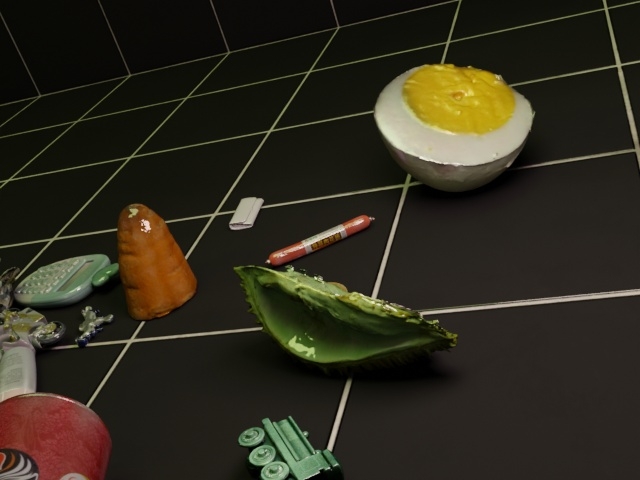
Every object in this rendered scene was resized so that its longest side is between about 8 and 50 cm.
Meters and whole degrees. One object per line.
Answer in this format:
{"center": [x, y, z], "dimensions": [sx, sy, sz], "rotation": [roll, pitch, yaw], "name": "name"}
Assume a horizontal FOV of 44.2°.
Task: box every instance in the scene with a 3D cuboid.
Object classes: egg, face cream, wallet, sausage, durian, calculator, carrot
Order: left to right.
{"center": [-0.585, 0.279, 1.512], "dimensions": [0.084, 0.057, 0.198], "rotation": [-23, 30, -5], "name": "face cream"}
{"center": [-0.597, 0.097, 1.862], "dimensions": [0.295, 0.042, 0.184], "rotation": [-6, 30, 27], "name": "calculator"}
{"center": [-0.359, 0.032, 1.648], "dimensions": [0.159, 0.225, 0.159], "rotation": [-11, 27, 5], "name": "carrot"}
{"center": [-0.180, -0.067, 1.917], "dimensions": [0.061, 0.025, 0.122], "rotation": [-4, 31, 13], "name": "wallet"}
{"center": [0.000, 0.000, 1.678], "dimensions": [0.253, 0.034, 0.034], "rotation": [-24, 28, -9], "name": "sausage"}
{"center": [0.045, 0.110, 1.280], "dimensions": [0.394, 0.198, 0.163], "rotation": [13, 43, 34], "name": "durian"}
{"center": [0.284, -0.219, 1.719], "dimensions": [0.337, 0.201, 0.337], "rotation": [-2, 51, 3], "name": "egg"}

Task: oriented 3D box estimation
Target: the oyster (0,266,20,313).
{"center": [-0.801, 0.177, 1.755], "dimensions": [0.158, 0.162, 0.351], "rotation": [16, 44, 2], "name": "oyster"}

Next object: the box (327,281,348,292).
{"center": [0.006, 0.121, 1.456], "dimensions": [0.105, 0.037, 0.105], "rotation": [-14, 29, 8], "name": "box"}

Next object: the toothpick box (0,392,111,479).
{"center": [-0.407, 0.387, 1.059], "dimensions": [0.204, 0.204, 0.333], "rotation": [-16, 27, 5], "name": "toothpick box"}

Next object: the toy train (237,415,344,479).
{"center": [-0.047, 0.313, 1.120], "dimensions": [0.111, 0.071, 0.170], "rotation": [-18, 26, -18], "name": "toy train"}

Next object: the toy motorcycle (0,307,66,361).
{"center": [-0.647, 0.206, 1.661], "dimensions": [0.225, 0.073, 0.152], "rotation": [9, 38, 37], "name": "toy motorcycle"}

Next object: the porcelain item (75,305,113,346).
{"center": [-0.473, 0.173, 1.668], "dimensions": [0.075, 0.021, 0.136], "rotation": [-19, 28, 0], "name": "porcelain item"}
